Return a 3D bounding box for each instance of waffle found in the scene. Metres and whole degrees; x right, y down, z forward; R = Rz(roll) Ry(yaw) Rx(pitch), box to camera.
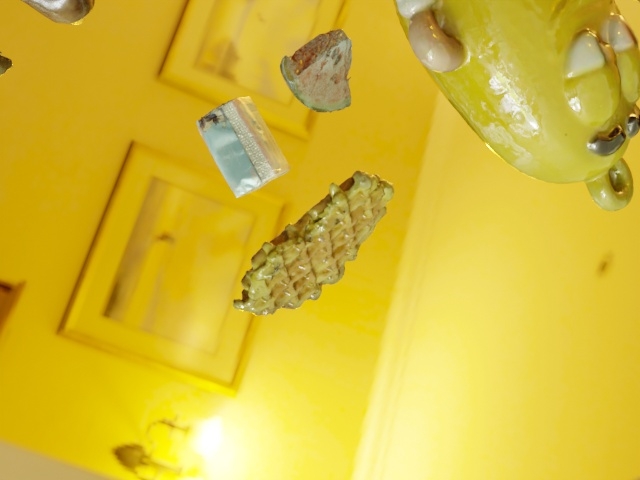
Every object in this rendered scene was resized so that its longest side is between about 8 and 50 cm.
[{"bbox_3d":[-0.006,0.007,1.857,0.300,0.058,0.282,-48,161,13],"label":"waffle"}]

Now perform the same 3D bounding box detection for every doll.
[{"bbox_3d":[0.141,-0.253,1.029,0.161,0.423,0.348,-31,-145,46],"label":"doll"}]

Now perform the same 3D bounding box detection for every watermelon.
[{"bbox_3d":[0.002,-0.293,1.968,0.187,0.071,0.139,12,114,-57],"label":"watermelon"}]

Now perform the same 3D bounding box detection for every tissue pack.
[{"bbox_3d":[-0.081,-0.101,1.237,0.059,0.094,0.074,-29,-179,14],"label":"tissue pack"}]

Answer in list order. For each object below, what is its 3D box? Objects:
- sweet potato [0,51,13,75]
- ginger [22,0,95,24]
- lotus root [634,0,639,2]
[{"bbox_3d":[-0.495,-0.199,1.286,0.124,0.310,0.098,-102,-162,-45],"label":"sweet potato"},{"bbox_3d":[-0.470,-0.482,1.648,0.176,0.418,0.254,-20,-113,23],"label":"ginger"},{"bbox_3d":[0.453,-0.381,1.539,0.190,0.108,0.094,120,-48,-72],"label":"lotus root"}]
